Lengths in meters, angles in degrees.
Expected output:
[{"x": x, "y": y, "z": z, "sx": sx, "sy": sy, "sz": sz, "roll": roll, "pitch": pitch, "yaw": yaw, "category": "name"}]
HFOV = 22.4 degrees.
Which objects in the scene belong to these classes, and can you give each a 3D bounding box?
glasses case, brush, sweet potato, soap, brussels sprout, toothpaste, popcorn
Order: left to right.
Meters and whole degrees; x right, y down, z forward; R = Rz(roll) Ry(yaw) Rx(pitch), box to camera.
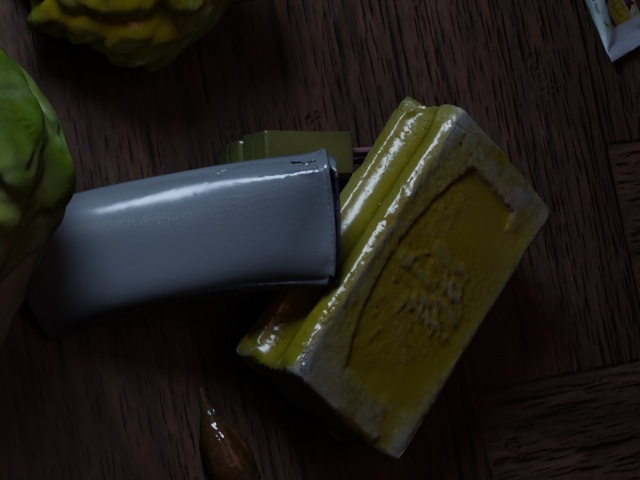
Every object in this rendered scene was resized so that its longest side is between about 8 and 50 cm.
[{"x": -0.340, "y": -0.049, "z": 1.334, "sx": 0.274, "sy": 0.243, "sz": 0.316, "roll": -41, "pitch": 98, "yaw": -21, "category": "brussels sprout"}, {"x": -0.160, "y": -0.279, "z": 1.513, "sx": 0.266, "sy": 0.192, "sz": 0.233, "roll": -2, "pitch": 87, "yaw": -12, "category": "popcorn"}, {"x": -0.129, "y": 0.001, "z": 1.495, "sx": 0.308, "sy": 0.083, "sz": 0.128, "roll": -10, "pitch": 100, "yaw": 1, "category": "glasses case"}, {"x": -0.093, "y": 0.194, "z": 1.536, "sx": 0.049, "sy": 0.049, "sz": 0.117, "roll": -24, "pitch": 96, "yaw": -31, "category": "sweet potato"}, {"x": 0.022, "y": -0.082, "z": 1.629, "sx": 0.233, "sy": 0.103, "sz": 0.047, "roll": -3, "pitch": 85, "yaw": -31, "category": "brush"}, {"x": 0.080, "y": 0.039, "z": 1.584, "sx": 0.199, "sy": 0.091, "sz": 0.315, "roll": 45, "pitch": 72, "yaw": -35, "category": "soap"}, {"x": 0.297, "y": -0.362, "z": 1.874, "sx": 0.058, "sy": 0.056, "sz": 0.314, "roll": -25, "pitch": 97, "yaw": 9, "category": "toothpaste"}]

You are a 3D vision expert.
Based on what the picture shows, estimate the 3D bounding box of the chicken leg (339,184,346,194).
[{"x": 0.000, "y": 0.000, "z": 1.624, "sx": 0.178, "sy": 0.070, "sz": 0.093, "roll": -17, "pitch": 95, "yaw": -24, "category": "chicken leg"}]
